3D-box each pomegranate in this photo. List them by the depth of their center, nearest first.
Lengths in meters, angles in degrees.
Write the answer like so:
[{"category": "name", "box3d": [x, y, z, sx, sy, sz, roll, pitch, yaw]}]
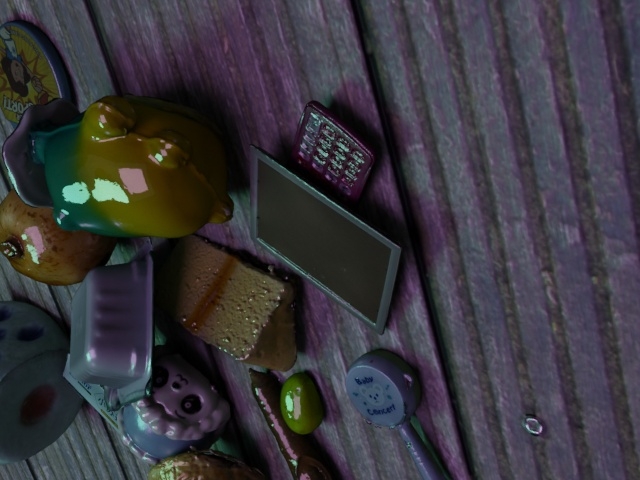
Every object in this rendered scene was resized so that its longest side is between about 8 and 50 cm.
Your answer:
[{"category": "pomegranate", "box3d": [-0.478, -0.015, 1.564, 0.215, 0.215, 0.215, 22, 128, 31]}]

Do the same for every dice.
[{"category": "dice", "box3d": [-0.706, 0.312, 1.933, 0.263, 0.265, 0.268, 23, 129, 31]}]

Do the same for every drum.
[{"category": "drum", "box3d": [0.114, 0.284, 1.327, 0.130, 0.049, 0.253, -3, 112, 43]}]

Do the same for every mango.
[{"category": "mango", "box3d": [-0.033, 0.270, 1.451, 0.073, 0.056, 0.108, 12, 110, 33]}]

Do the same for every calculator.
[{"category": "calculator", "box3d": [0.011, -0.096, 1.192, 0.126, 0.034, 0.190, 43, 144, 15]}]

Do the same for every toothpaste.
[{"category": "toothpaste", "box3d": [-0.415, 0.349, 1.840, 0.313, 0.071, 0.089, 40, 132, 17]}]

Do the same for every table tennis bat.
[{"category": "table tennis bat", "box3d": [-0.520, -0.237, 1.592, 0.215, 0.044, 0.329, 18, 124, 32]}]

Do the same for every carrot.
[{"category": "carrot", "box3d": [-0.036, 0.368, 1.507, 0.070, 0.070, 0.342, -24, 96, 47]}]

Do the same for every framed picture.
[{"category": "framed picture", "box3d": [0.000, 0.000, 1.250, 0.274, 0.017, 0.217, 36, 147, 20]}]

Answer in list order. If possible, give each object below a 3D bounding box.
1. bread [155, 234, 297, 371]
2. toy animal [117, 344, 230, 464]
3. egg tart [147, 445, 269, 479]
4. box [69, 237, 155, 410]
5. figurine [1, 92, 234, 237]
[{"category": "bread", "box3d": [-0.158, 0.113, 1.430, 0.266, 0.142, 0.178, 26, 143, 40]}, {"category": "toy animal", "box3d": [-0.289, 0.318, 1.641, 0.208, 0.156, 0.204, 41, 140, 11]}, {"category": "egg tart", "box3d": [-0.212, 0.485, 1.639, 0.232, 0.098, 0.252, -6, 133, 3]}, {"category": "box", "box3d": [-0.368, 0.152, 1.506, 0.337, 0.106, 0.264, 145, 125, -64]}, {"category": "figurine", "box3d": [-0.295, -0.105, 1.324, 0.340, 0.231, 0.323, 9, 150, 34]}]
